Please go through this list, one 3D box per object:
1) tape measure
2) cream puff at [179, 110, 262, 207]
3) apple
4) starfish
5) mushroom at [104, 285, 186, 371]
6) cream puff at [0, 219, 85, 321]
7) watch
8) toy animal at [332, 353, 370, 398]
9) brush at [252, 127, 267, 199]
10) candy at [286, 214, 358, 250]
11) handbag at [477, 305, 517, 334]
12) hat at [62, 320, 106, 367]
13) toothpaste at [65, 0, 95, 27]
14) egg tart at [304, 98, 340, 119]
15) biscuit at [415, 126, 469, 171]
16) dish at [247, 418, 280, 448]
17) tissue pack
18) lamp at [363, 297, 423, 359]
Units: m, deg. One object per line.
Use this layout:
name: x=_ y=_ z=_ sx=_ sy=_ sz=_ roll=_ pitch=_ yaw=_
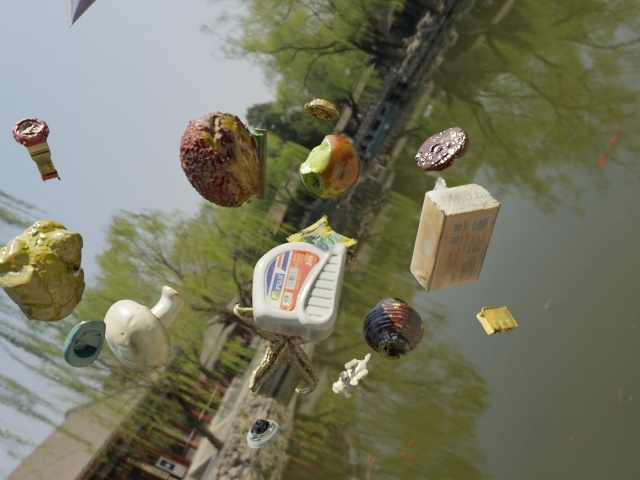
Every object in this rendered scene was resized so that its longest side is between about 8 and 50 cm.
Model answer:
tape measure: x=-0.050 y=0.129 z=1.457 sx=0.130 sy=0.265 sz=0.258 roll=94 pitch=-173 yaw=-60
cream puff: x=-0.340 y=-0.265 z=1.796 sx=0.350 sy=0.229 sz=0.350 roll=-12 pitch=-90 yaw=-80
apple: x=0.034 y=-0.292 z=2.167 sx=0.226 sy=0.246 sz=0.246 roll=-39 pitch=-8 yaw=-21
starfish: x=-0.176 y=0.445 z=2.128 sx=0.082 sy=0.432 sz=0.323 roll=-15 pitch=60 yaw=45
mushroom: x=-0.725 y=0.355 z=2.188 sx=0.315 sy=0.315 sz=0.356 roll=-73 pitch=7 yaw=-79
cream puff: x=-0.811 y=0.096 z=1.627 sx=0.270 sy=0.274 sz=0.323 roll=-39 pitch=4 yaw=-22
watch: x=-0.895 y=-0.266 z=1.743 sx=0.102 sy=0.165 sz=0.268 roll=-22 pitch=-38 yaw=-22
toy animal: x=0.145 y=0.595 z=2.369 sx=0.184 sy=0.104 sz=0.185 roll=-36 pitch=-28 yaw=-38
brush: x=-0.233 y=-0.283 z=2.049 sx=0.048 sy=0.054 sz=0.282 roll=-48 pitch=-32 yaw=-53
candy: x=0.000 y=0.000 z=1.975 sx=0.187 sy=0.081 sz=0.297 roll=-30 pitch=26 yaw=-8
handbag: x=0.405 y=0.182 z=1.242 sx=0.027 sy=0.083 sz=0.061 roll=-63 pitch=39 yaw=41
hat: x=-0.850 y=0.360 z=1.959 sx=0.138 sy=0.078 sz=0.190 roll=19 pitch=-84 yaw=-48
toothpaste: x=-0.628 y=-0.738 z=1.526 sx=0.371 sy=0.080 sz=0.125 roll=-17 pitch=79 yaw=40
egg tart: x=0.010 y=-0.459 z=1.883 sx=0.129 sy=0.129 sz=0.049 roll=132 pitch=152 yaw=-85
biscuit: x=0.403 y=-0.305 z=1.806 sx=0.192 sy=0.049 sz=0.192 roll=-27 pitch=37 yaw=23
dish: x=-0.237 y=0.744 z=2.149 sx=0.141 sy=0.078 sz=0.141 roll=-19 pitch=18 yaw=7
tissue pack: x=0.407 y=-0.029 z=1.760 sx=0.238 sy=0.239 sz=0.305 roll=-66 pitch=-15 yaw=-52
lamp: x=0.280 y=0.346 z=2.092 sx=0.247 sy=0.247 sz=0.247 roll=-154 pitch=90 yaw=-88
